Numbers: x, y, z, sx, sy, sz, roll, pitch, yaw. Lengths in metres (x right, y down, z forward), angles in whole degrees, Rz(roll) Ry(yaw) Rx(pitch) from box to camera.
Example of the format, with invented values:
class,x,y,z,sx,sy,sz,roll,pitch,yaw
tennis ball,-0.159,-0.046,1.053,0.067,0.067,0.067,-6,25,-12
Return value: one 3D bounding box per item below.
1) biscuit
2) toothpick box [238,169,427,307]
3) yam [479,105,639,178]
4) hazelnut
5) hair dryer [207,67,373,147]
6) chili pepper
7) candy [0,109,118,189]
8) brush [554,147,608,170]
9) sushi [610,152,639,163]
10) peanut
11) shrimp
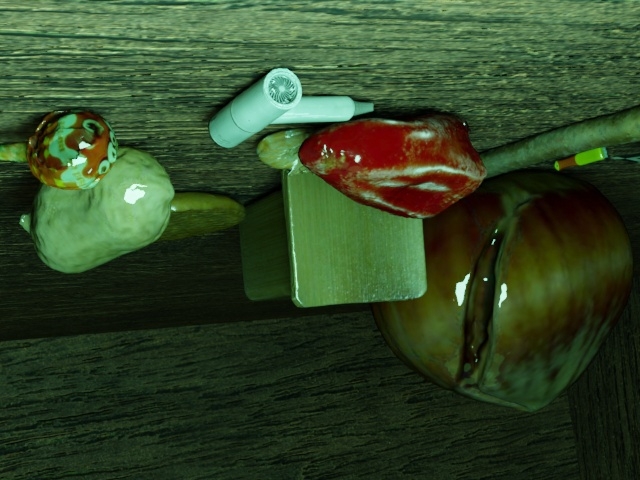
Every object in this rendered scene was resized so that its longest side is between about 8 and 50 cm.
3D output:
class,x,y,z,sx,sy,sz,roll,pitch,yaw
biscuit,-0.235,-0.032,1.902,0.261,0.037,0.262,-7,173,-1
toothpick box,0.000,0.000,1.877,0.187,0.190,0.308,-5,177,-19
yam,0.323,-0.127,1.716,0.326,0.045,0.045,-14,-159,46
hazelnut,0.273,0.063,1.991,0.409,0.359,0.359,-23,-177,-37
hair dryer,-0.004,-0.139,1.364,0.183,0.044,0.155,-9,175,-26
chili pepper,0.074,-0.088,1.485,0.144,0.136,0.252,28,-168,27
candy,-0.340,-0.087,1.342,0.287,0.078,0.084,-1,177,10
brush,0.371,-0.116,1.928,0.083,0.019,0.021,-17,178,42
sushi,0.525,-0.139,1.790,0.192,0.051,0.215,4,171,-42
peanut,-0.251,-0.039,1.528,0.224,0.129,0.129,-24,164,38
shrimp,-0.008,-0.110,1.590,0.095,0.045,0.162,-36,154,27
